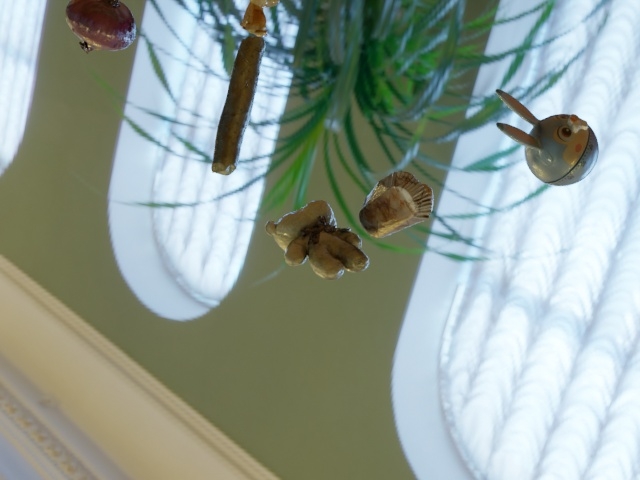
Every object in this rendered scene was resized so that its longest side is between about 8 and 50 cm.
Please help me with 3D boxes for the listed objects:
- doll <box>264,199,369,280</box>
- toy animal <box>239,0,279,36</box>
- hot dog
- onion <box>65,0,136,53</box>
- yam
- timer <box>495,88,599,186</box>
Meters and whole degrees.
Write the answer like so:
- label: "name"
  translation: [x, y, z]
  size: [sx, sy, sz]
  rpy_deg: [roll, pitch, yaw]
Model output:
- label: "doll"
  translation: [0.004, -0.001, 2.150]
  size: [0.175, 0.149, 0.278]
  rpy_deg: [18, -166, -39]
- label: "toy animal"
  translation: [-0.107, -0.406, 1.634]
  size: [0.061, 0.083, 0.081]
  rpy_deg: [14, -160, -27]
- label: "hot dog"
  translation: [0.164, -0.076, 2.089]
  size: [0.069, 0.131, 0.253]
  rpy_deg: [-31, 177, -30]
- label: "onion"
  translation: [-0.348, -0.339, 1.464]
  size: [0.115, 0.104, 0.115]
  rpy_deg: [32, -154, -18]
- label: "yam"
  translation: [-0.183, -0.298, 2.061]
  size: [0.067, 0.317, 0.071]
  rpy_deg: [11, 174, 18]
- label: "timer"
  translation: [0.496, -0.226, 1.988]
  size: [0.255, 0.175, 0.175]
  rpy_deg: [49, 173, -36]
